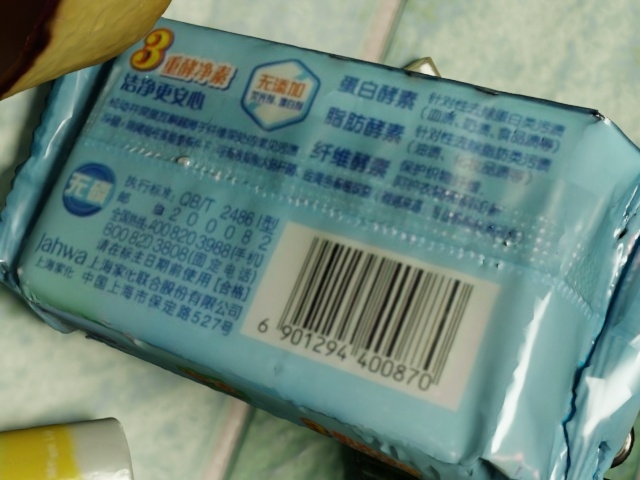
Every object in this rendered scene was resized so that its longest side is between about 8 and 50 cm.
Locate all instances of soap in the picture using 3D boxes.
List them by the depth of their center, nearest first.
[{"bbox_3d":[0.000,0.000,0.493,0.156,0.293,0.077,-66,154,-10],"label":"soap"}]

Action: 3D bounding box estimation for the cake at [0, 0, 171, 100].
[{"bbox_3d":[-0.144,-0.155,0.480,0.208,0.178,0.185,-7,108,15],"label":"cake"}]

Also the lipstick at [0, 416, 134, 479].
[{"bbox_3d":[-0.213,0.121,0.487,0.264,0.059,0.059,-5,90,-22],"label":"lipstick"}]

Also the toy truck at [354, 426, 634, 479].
[{"bbox_3d":[0.089,0.138,0.576,0.121,0.088,0.259,-8,91,-21],"label":"toy truck"}]

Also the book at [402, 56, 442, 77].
[{"bbox_3d":[0.054,0.019,0.619,0.138,0.016,0.198,-35,101,-19],"label":"book"}]
